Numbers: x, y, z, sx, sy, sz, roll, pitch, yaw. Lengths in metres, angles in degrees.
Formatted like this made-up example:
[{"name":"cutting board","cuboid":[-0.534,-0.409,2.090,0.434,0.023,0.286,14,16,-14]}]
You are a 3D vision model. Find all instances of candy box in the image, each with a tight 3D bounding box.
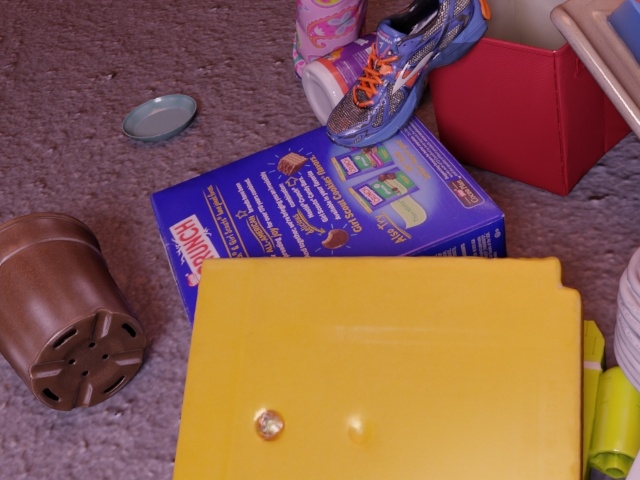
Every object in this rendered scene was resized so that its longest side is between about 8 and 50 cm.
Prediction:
[{"name":"candy box","cuboid":[0.000,0.000,0.929,0.317,0.122,0.268,-21,39,-7]}]

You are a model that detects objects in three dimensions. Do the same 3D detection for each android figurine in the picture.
[{"name":"android figurine","cuboid":[0.157,0.140,0.756,0.248,0.056,0.272,4,45,25]}]

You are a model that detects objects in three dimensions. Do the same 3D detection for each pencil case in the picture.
[{"name":"pencil case","cuboid":[0.013,-0.332,1.201,0.124,0.284,0.124,1,66,-2]}]

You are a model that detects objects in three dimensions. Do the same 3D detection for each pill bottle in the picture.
[{"name":"pill bottle","cuboid":[0.081,-0.234,1.192,0.194,0.108,0.108,-29,40,-15]}]

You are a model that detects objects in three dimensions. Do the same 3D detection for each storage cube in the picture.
[{"name":"storage cube","cuboid":[0.255,-0.200,1.019,0.184,0.193,0.215,-40,43,-26]}]

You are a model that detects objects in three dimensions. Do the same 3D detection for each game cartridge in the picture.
[{"name":"game cartridge","cuboid":[0.040,0.153,0.679,0.324,0.053,0.285,0,73,19]}]

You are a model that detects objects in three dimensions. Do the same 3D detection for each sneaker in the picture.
[{"name":"sneaker","cuboid":[0.078,-0.194,0.919,0.221,0.087,0.083,-50,48,7]}]

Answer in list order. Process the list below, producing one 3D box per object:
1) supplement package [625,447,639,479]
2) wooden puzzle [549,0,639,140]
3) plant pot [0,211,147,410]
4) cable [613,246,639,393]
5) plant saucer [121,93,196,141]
[{"name":"supplement package","cuboid":[0.246,0.237,0.539,0.139,0.133,0.244,14,48,34]},{"name":"wooden puzzle","cuboid":[0.451,-0.182,0.870,0.348,0.080,0.322,-31,82,-20]},{"name":"plant pot","cuboid":[-0.275,0.081,0.912,0.167,0.167,0.165,-33,49,-20]},{"name":"cable","cuboid":[0.369,0.077,0.689,0.257,0.089,0.257,9,29,15]},{"name":"plant saucer","cuboid":[-0.245,-0.184,1.321,0.120,0.021,0.119,-10,39,8]}]
